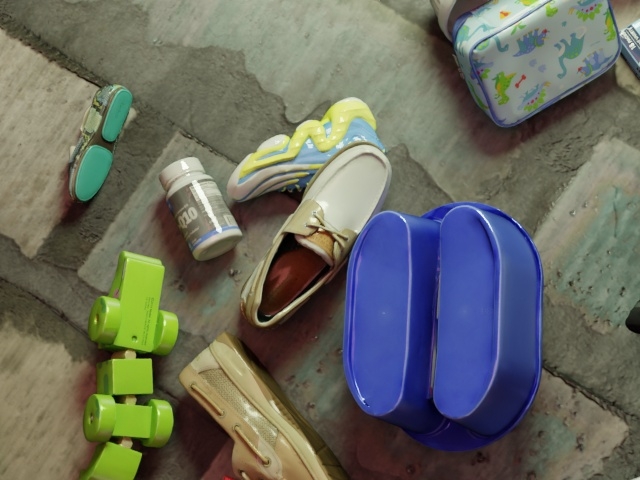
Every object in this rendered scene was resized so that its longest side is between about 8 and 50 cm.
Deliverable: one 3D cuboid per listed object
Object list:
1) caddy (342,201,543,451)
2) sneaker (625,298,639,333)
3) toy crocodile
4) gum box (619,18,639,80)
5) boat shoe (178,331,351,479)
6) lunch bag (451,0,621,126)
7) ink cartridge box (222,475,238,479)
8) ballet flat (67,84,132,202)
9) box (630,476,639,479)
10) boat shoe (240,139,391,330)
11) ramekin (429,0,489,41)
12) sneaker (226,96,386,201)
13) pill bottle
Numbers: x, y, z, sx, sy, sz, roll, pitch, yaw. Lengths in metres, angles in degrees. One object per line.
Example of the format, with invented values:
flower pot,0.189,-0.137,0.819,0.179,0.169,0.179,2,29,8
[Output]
caddy,0.168,0.107,1.451,0.241,0.179,0.341,-3,76,31
sneaker,0.521,0.226,1.318,0.202,0.185,0.482,-38,95,-25
toy crocodile,-0.276,0.184,1.530,0.115,0.105,0.340,11,75,-33
gum box,0.539,-0.276,1.551,0.184,0.041,0.157,-31,76,1
boat shoe,-0.065,0.283,1.475,0.110,0.121,0.341,-41,66,2
lunch bag,0.301,-0.270,1.518,0.219,0.176,0.090,-31,39,2
ink cartridge box,-0.048,0.487,1.449,0.296,0.066,0.261,18,82,10
ballet flat,-0.340,-0.146,1.632,0.070,0.070,0.188,21,79,11
box,0.424,0.431,1.359,0.231,0.127,0.261,-23,71,2
boat shoe,0.000,0.000,1.498,0.113,0.103,0.302,33,96,-9
ramekin,0.240,-0.383,1.535,0.207,0.207,0.109,-28,67,1
sneaker,-0.012,-0.101,1.559,0.240,0.091,0.126,-34,77,-2
pill bottle,-0.176,-0.047,1.574,0.078,0.078,0.137,-29,75,0
